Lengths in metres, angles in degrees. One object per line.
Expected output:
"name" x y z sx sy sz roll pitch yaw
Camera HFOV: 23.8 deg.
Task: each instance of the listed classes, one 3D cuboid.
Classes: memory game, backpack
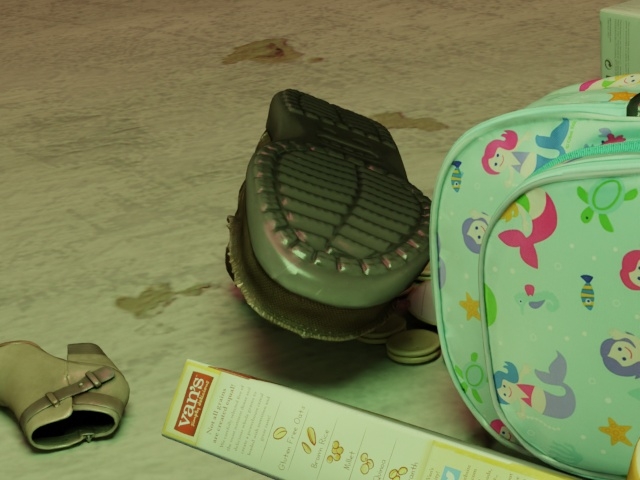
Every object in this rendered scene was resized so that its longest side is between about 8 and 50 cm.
"memory game" 0.109 0.044 1.057 0.186 0.012 0.186 -5 22 2
"backpack" 0.180 0.022 0.819 0.254 0.225 0.191 7 19 36

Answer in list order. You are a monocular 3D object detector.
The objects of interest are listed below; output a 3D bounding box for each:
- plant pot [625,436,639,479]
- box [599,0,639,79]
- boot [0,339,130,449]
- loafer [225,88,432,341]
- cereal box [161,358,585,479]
"plant pot" 0.172 0.158 0.527 0.205 0.188 0.205 -5 22 2
"box" 0.325 -0.171 1.421 0.087 0.101 0.102 -20 26 -33
"boot" -0.179 0.100 0.953 0.118 0.042 0.087 -14 31 -4
"loafer" 0.000 0.000 1.062 0.134 0.130 0.366 21 17 -4
"cereal box" 0.066 0.119 0.720 0.240 0.047 0.173 14 -7 38
